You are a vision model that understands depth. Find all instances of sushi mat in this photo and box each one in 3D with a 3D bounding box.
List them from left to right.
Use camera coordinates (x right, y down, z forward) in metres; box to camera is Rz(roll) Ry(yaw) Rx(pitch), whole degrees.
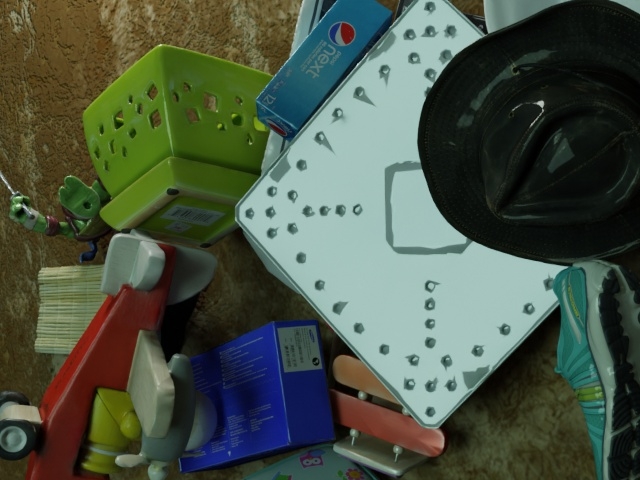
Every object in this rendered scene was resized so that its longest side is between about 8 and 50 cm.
[{"bbox_3d":[-0.415,0.116,2.215,0.316,0.019,0.151,-5,83,57],"label":"sushi mat"}]

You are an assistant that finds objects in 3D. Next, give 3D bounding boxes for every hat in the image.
[{"bbox_3d":[0.258,-0.082,1.400,0.331,0.134,0.331,6,120,11],"label":"hat"}]

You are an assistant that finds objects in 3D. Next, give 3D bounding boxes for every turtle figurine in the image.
[{"bbox_3d":[-0.403,-0.101,2.120,0.266,0.198,0.274,158,104,-66],"label":"turtle figurine"}]

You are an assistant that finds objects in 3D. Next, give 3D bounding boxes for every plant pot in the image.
[{"bbox_3d":[-0.191,-0.121,1.905,0.227,0.228,0.207,-31,56,44],"label":"plant pot"}]

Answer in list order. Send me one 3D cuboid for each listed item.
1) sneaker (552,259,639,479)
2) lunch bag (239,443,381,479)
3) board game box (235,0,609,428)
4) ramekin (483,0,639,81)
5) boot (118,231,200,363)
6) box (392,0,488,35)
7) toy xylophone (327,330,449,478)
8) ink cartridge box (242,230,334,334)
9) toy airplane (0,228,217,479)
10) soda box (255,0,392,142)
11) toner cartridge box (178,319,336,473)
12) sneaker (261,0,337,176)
[{"bbox_3d":[0.324,0.155,1.492,0.110,0.107,0.275,2,103,57],"label":"sneaker"},{"bbox_3d":[0.022,0.397,1.694,0.279,0.224,0.108,42,138,36],"label":"lunch bag"},{"bbox_3d":[0.141,-0.039,1.619,0.390,0.050,0.390,-48,70,15],"label":"board game box"},{"bbox_3d":[0.336,-0.287,1.510,0.277,0.135,0.277,-4,84,43],"label":"ramekin"},{"bbox_3d":[-0.287,0.102,2.108,0.178,0.085,0.236,45,116,41],"label":"boot"},{"bbox_3d":[0.162,-0.162,1.716,0.216,0.060,0.270,23,102,42],"label":"box"},{"bbox_3d":[0.087,0.140,1.733,0.236,0.081,0.322,5,91,38],"label":"toy xylophone"},{"bbox_3d":[0.000,0.000,1.862,0.181,0.056,0.224,-54,52,26],"label":"ink cartridge box"},{"bbox_3d":[-0.247,0.178,1.814,0.384,0.272,0.386,-40,24,42],"label":"toy airplane"},{"bbox_3d":[0.005,-0.228,1.733,0.071,0.067,0.210,35,76,10],"label":"soda box"},{"bbox_3d":[-0.106,0.226,1.861,0.348,0.075,0.165,-27,67,56],"label":"toner cartridge box"},{"bbox_3d":[0.009,-0.219,1.833,0.126,0.127,0.321,109,172,-71],"label":"sneaker"}]
